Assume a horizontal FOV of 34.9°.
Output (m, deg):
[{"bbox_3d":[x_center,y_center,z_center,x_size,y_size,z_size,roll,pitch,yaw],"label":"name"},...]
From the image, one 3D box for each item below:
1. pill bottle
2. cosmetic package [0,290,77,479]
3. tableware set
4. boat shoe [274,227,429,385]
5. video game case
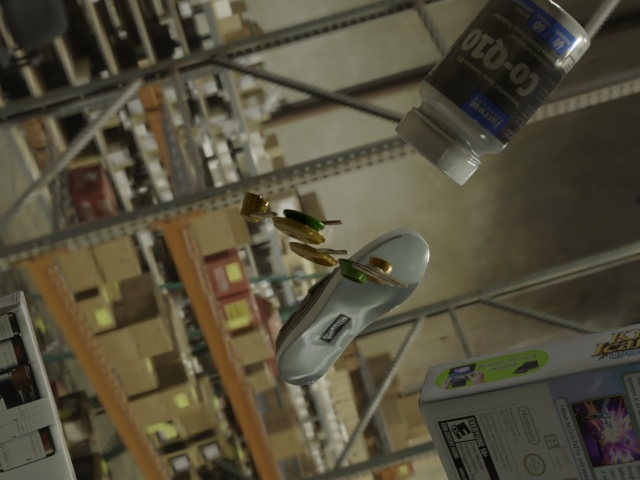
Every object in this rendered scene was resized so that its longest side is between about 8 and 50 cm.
[{"bbox_3d":[0.121,-0.112,0.734,0.078,0.137,0.078,38,9,-7],"label":"pill bottle"},{"bbox_3d":[-0.238,0.167,0.761,0.060,0.099,0.239,-157,-128,-74],"label":"cosmetic package"},{"bbox_3d":[0.000,0.000,0.883,0.104,0.154,0.024,-1,-115,62],"label":"tableware set"},{"bbox_3d":[0.025,0.059,1.093,0.078,0.219,0.070,36,19,-27],"label":"boat shoe"},{"bbox_3d":[0.236,0.198,0.787,0.269,0.244,0.061,67,24,-19],"label":"video game case"}]
